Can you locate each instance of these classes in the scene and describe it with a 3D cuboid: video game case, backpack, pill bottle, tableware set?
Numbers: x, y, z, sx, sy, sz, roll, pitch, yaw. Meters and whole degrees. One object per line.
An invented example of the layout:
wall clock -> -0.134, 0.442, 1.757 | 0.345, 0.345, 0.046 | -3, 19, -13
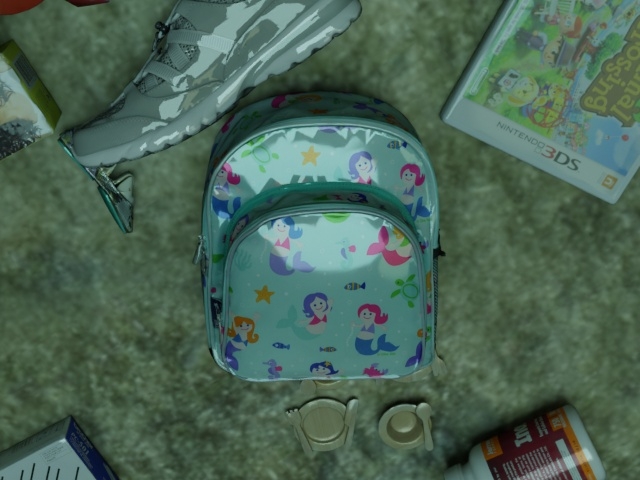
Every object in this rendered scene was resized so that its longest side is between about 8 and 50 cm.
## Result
video game case -> 0.243, -0.161, 1.095 | 0.193, 0.023, 0.212 | 24, 110, -14
backpack -> 0.000, 0.000, 1.070 | 0.225, 0.191, 0.253 | 0, 109, -3
pill bottle -> 0.208, 0.236, 1.232 | 0.152, 0.086, 0.086 | -26, 113, 7
tableware set -> 0.046, 0.156, 1.223 | 0.169, 0.020, 0.141 | -5, 114, -2

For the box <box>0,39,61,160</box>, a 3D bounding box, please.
box -> -0.354, -0.085, 1.071 | 0.232, 0.058, 0.087 | -28, 112, 9

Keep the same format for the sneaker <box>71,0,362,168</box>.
sneaker -> -0.106, -0.163, 1.046 | 0.281, 0.105, 0.115 | -34, 97, 4

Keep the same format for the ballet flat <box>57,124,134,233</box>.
ballet flat -> -0.195, -0.059, 1.105 | 0.041, 0.041, 0.114 | -29, 113, 9

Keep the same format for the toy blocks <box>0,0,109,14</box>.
toy blocks -> -0.297, -0.261, 0.935 | 0.382, 0.190, 0.260 | 5, 131, -17

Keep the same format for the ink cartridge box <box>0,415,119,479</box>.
ink cartridge box -> -0.320, 0.272, 1.236 | 0.207, 0.046, 0.097 | -28, 111, 9
